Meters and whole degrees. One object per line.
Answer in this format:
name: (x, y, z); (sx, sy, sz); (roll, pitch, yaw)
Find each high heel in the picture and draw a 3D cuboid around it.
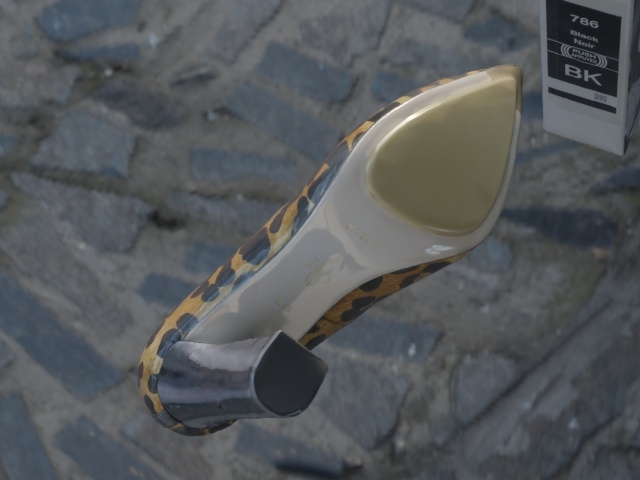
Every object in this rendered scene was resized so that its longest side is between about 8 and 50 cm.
high heel: (0.000, 0.000, 0.860); (0.093, 0.186, 0.261); (47, 65, -15)

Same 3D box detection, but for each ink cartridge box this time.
ink cartridge box: (0.178, -0.194, 0.862); (0.065, 0.333, 0.165); (20, 73, 18)
